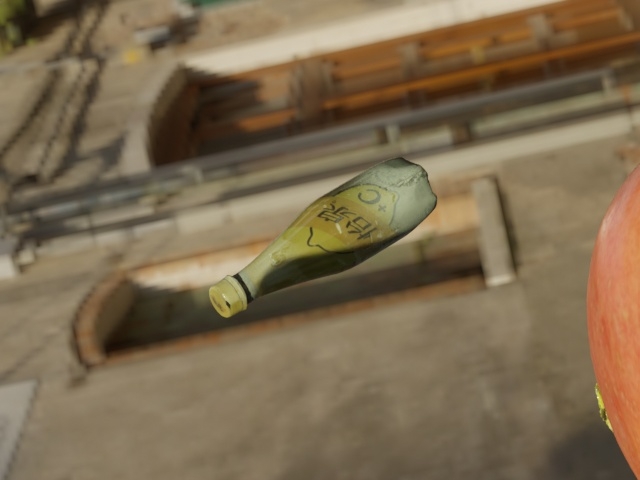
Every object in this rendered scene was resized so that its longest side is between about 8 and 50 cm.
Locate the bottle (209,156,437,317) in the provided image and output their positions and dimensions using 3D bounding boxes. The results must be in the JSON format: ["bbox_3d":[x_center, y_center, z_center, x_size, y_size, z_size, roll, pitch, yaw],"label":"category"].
[{"bbox_3d":[0.000,0.000,1.841,0.083,0.270,0.083,42,148,34],"label":"bottle"}]

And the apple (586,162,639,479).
[{"bbox_3d":[0.355,0.074,1.169,0.364,0.364,0.363,-12,-90,-85],"label":"apple"}]

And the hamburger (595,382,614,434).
[{"bbox_3d":[0.329,0.144,1.685,0.081,0.141,0.126,-177,81,-74],"label":"hamburger"}]
